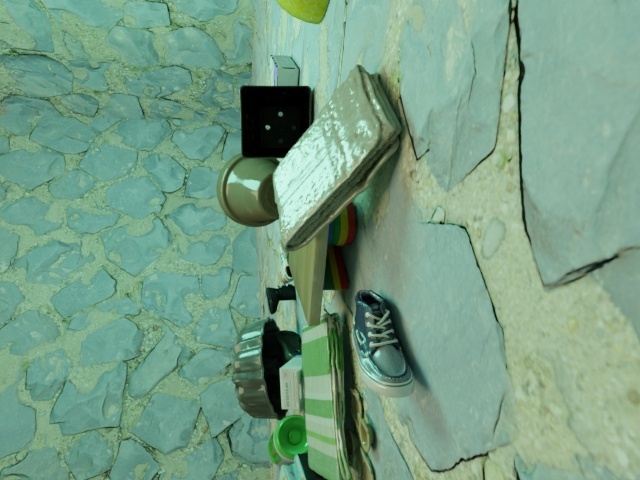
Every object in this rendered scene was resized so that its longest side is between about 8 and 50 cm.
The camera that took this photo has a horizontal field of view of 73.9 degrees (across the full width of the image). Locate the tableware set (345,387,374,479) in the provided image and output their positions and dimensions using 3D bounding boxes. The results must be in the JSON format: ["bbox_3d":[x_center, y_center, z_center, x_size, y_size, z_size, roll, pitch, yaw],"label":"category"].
[{"bbox_3d":[0.072,0.373,0.799,0.141,0.020,0.169,-138,47,-72],"label":"tableware set"}]

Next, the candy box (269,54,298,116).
[{"bbox_3d":[-0.124,-0.505,1.402,0.196,0.070,0.165,-111,22,-54],"label":"candy box"}]

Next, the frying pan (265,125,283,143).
[{"bbox_3d":[-0.167,-0.409,1.477,0.197,0.053,0.326,60,-176,-38],"label":"frying pan"}]

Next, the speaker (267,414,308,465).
[{"bbox_3d":[-0.096,0.629,1.328,0.296,0.131,0.131,108,156,-56],"label":"speaker"}]

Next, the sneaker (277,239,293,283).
[{"bbox_3d":[-0.112,0.069,1.497,0.075,0.057,0.161,-20,71,59],"label":"sneaker"}]

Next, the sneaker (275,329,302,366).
[{"bbox_3d":[-0.102,0.383,1.399,0.227,0.087,0.130,-142,58,-66],"label":"sneaker"}]

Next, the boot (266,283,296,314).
[{"bbox_3d":[-0.134,0.203,1.485,0.121,0.099,0.045,-108,22,-47],"label":"boot"}]

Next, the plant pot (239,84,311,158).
[{"bbox_3d":[-0.120,-0.324,1.201,0.167,0.188,0.187,-100,10,-80],"label":"plant pot"}]

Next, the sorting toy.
[{"bbox_3d":[0.000,0.000,0.903,0.255,0.089,0.257,-116,28,-60],"label":"sorting toy"}]

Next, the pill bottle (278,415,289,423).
[{"bbox_3d":[-0.114,0.674,1.544,0.116,0.065,0.065,122,144,-66],"label":"pill bottle"}]

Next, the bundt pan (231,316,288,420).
[{"bbox_3d":[-0.200,0.425,1.404,0.331,0.124,0.331,-11,-90,-83],"label":"bundt pan"}]

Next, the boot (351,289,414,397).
[{"bbox_3d":[0.081,0.139,0.613,0.190,0.069,0.086,-132,38,-73],"label":"boot"}]

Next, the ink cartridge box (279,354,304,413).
[{"bbox_3d":[-0.059,0.369,1.106,0.181,0.061,0.104,8,-102,-76],"label":"ink cartridge box"}]

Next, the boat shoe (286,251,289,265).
[{"bbox_3d":[-0.053,0.016,1.221,0.060,0.064,0.178,-61,-12,-47],"label":"boat shoe"}]

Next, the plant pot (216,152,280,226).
[{"bbox_3d":[-0.182,-0.157,1.399,0.229,0.263,0.263,22,115,56],"label":"plant pot"}]

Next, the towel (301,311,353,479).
[{"bbox_3d":[0.006,0.335,0.930,0.248,0.038,0.325,133,134,-65],"label":"towel"}]

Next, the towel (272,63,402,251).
[{"bbox_3d":[0.013,-0.131,0.700,0.282,0.049,0.187,-44,42,35],"label":"towel"}]

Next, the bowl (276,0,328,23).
[{"bbox_3d":[-0.071,-0.659,0.968,0.289,0.156,0.290,179,90,-77],"label":"bowl"}]

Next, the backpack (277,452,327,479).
[{"bbox_3d":[-0.028,0.623,1.002,0.166,0.144,0.188,-169,76,-72],"label":"backpack"}]
